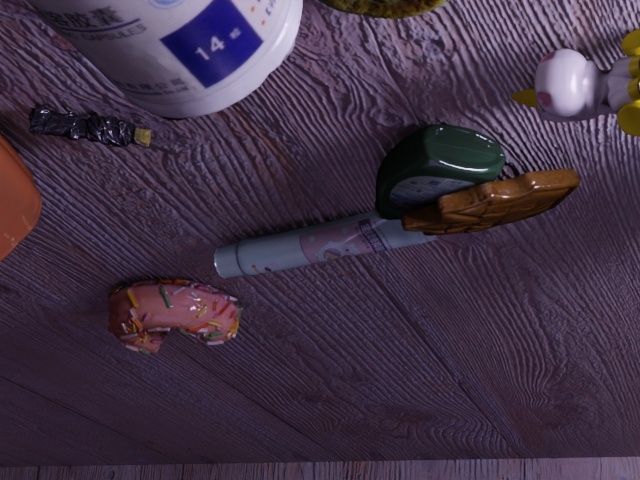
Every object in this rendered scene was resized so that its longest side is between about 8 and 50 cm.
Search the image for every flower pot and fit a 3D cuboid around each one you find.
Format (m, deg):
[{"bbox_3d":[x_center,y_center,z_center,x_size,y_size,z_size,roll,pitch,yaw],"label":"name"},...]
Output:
[{"bbox_3d":[-0.450,-0.081,1.282,0.190,0.190,0.173,0,143,10],"label":"flower pot"}]

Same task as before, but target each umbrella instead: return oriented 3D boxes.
[{"bbox_3d":[-0.273,-0.134,1.281,0.144,0.040,0.037,8,164,-3],"label":"umbrella"}]

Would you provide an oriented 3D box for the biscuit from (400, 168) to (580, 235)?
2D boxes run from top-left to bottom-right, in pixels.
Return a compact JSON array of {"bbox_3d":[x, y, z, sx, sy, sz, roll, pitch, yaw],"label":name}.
[{"bbox_3d":[0.205,-0.038,1.341,0.215,0.034,0.182,-12,168,-6],"label":"biscuit"}]

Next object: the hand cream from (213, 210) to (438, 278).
[{"bbox_3d":[0.000,0.000,1.542,0.331,0.058,0.085,-13,135,24],"label":"hand cream"}]

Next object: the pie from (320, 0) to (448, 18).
[{"bbox_3d":[0.052,-0.256,0.946,0.187,0.041,0.187,4,157,2],"label":"pie"}]

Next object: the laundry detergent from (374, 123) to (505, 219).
[{"bbox_3d":[0.131,-0.071,1.338,0.137,0.063,0.211,6,158,-21],"label":"laundry detergent"}]

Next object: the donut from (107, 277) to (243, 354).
[{"bbox_3d":[-0.262,0.133,1.840,0.233,0.085,0.199,-12,151,29],"label":"donut"}]

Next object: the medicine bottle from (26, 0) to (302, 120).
[{"bbox_3d":[-0.158,-0.249,0.805,0.190,0.190,0.332,-6,155,21],"label":"medicine bottle"}]

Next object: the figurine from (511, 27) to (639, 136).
[{"bbox_3d":[0.280,-0.152,1.105,0.178,0.109,0.129,-4,178,25],"label":"figurine"}]
